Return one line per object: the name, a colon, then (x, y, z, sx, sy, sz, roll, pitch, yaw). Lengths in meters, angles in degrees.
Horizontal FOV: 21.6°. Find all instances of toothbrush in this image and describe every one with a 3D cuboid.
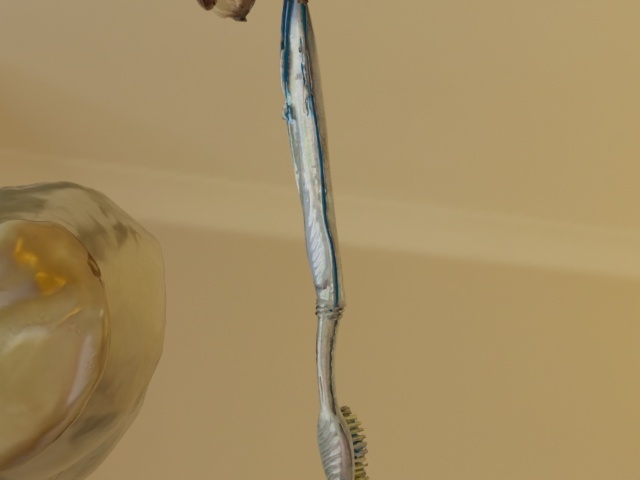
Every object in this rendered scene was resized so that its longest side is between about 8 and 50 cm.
toothbrush: (0.000, 0.000, 1.362, 0.035, 0.413, 0.042, -7, -1, 39)

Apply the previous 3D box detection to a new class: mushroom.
mushroom: (-0.104, 0.039, 0.543, 0.109, 0.097, 0.351, -34, -2, -16)

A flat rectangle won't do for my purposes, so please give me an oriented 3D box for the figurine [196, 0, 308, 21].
figurine: (-0.172, -0.261, 1.125, 0.306, 0.241, 0.412, 26, 5, 28)
